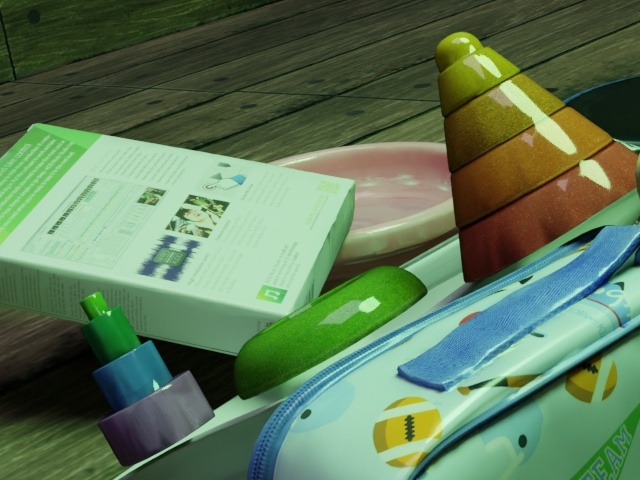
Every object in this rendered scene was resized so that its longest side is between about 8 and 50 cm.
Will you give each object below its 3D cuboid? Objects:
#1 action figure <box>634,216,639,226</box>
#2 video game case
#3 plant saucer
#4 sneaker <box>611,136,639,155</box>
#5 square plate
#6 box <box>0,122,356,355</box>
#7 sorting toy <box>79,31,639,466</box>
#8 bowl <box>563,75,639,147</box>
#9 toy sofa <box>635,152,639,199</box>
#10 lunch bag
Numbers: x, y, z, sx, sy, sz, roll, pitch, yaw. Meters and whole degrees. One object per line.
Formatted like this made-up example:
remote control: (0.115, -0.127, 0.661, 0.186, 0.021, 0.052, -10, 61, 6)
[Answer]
action figure: (0.256, 0.014, 1.093, 0.285, 0.099, 0.185, -15, 13, -24)
video game case: (0.053, 0.035, 0.892, 0.201, 0.023, 0.183, -30, -2, 17)
plant saucer: (0.023, -0.020, 1.327, 0.332, 0.084, 0.332, -10, 18, 3)
sneaker: (0.289, -0.076, 1.287, 0.234, 0.078, 0.106, 22, 21, 16)
square plate: (0.033, 0.087, 0.877, 0.344, 0.049, 0.347, -29, -3, -43)
box: (-0.150, -0.007, 1.093, 0.322, 0.058, 0.232, 12, 33, 10)
sorting toy: (0.000, 0.000, 0.728, 0.365, 0.126, 0.127, -30, 0, 19)
bowl: (0.445, -0.127, 1.441, 0.391, 0.077, 0.391, -9, 19, 3)
toy sofa: (0.235, 0.104, 0.420, 0.177, 0.362, 0.150, -6, 17, 30)
lunch bag: (0.110, 0.125, 0.605, 0.303, 0.243, 0.115, -25, 24, -37)
